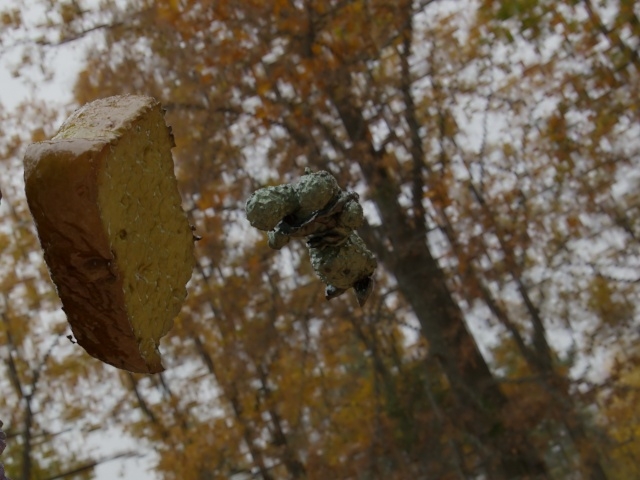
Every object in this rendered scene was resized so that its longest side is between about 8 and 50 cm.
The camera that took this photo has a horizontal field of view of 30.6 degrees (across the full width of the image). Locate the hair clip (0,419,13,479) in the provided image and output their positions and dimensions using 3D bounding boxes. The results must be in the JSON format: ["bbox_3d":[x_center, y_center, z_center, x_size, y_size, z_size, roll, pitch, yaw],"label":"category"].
[{"bbox_3d":[-0.309,0.187,0.992,0.084,0.292,0.106,-45,-48,1],"label":"hair clip"}]

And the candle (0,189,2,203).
[{"bbox_3d":[-0.448,-0.102,1.546,0.048,0.053,0.162,-14,-38,-14],"label":"candle"}]

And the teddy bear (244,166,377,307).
[{"bbox_3d":[0.000,-0.020,1.453,0.133,0.111,0.213,-10,-42,26],"label":"teddy bear"}]

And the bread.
[{"bbox_3d":[-0.128,-0.004,0.740,0.065,0.103,0.187,5,-44,17],"label":"bread"}]
